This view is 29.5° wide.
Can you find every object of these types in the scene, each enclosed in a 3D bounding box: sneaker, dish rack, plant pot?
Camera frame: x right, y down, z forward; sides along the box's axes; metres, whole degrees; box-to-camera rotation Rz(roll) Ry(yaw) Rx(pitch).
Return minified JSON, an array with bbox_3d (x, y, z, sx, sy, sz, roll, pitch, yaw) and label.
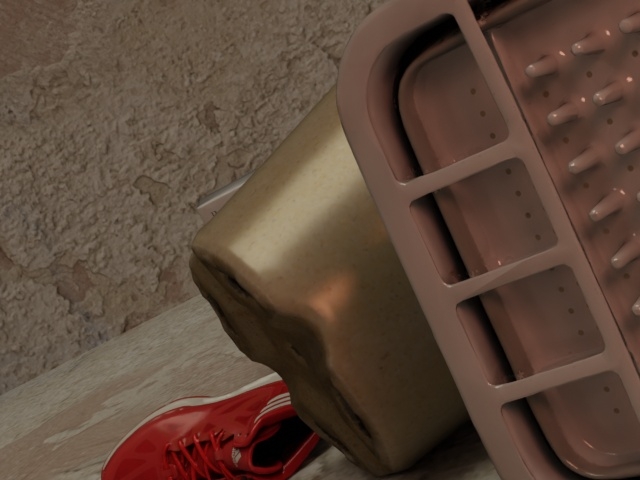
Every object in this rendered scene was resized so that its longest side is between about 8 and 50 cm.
[{"bbox_3d":[-0.095,0.178,1.043,0.221,0.087,0.128,-29,4,0],"label":"sneaker"},{"bbox_3d":[0.190,-0.028,0.539,0.333,0.285,0.072,-23,2,37],"label":"dish rack"},{"bbox_3d":[0.083,-0.007,0.894,0.305,0.334,0.334,-41,9,-16],"label":"plant pot"}]

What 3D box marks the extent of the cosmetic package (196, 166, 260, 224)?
[{"bbox_3d":[0.000,0.000,1.473,0.224,0.225,0.138,-28,6,-1],"label":"cosmetic package"}]
